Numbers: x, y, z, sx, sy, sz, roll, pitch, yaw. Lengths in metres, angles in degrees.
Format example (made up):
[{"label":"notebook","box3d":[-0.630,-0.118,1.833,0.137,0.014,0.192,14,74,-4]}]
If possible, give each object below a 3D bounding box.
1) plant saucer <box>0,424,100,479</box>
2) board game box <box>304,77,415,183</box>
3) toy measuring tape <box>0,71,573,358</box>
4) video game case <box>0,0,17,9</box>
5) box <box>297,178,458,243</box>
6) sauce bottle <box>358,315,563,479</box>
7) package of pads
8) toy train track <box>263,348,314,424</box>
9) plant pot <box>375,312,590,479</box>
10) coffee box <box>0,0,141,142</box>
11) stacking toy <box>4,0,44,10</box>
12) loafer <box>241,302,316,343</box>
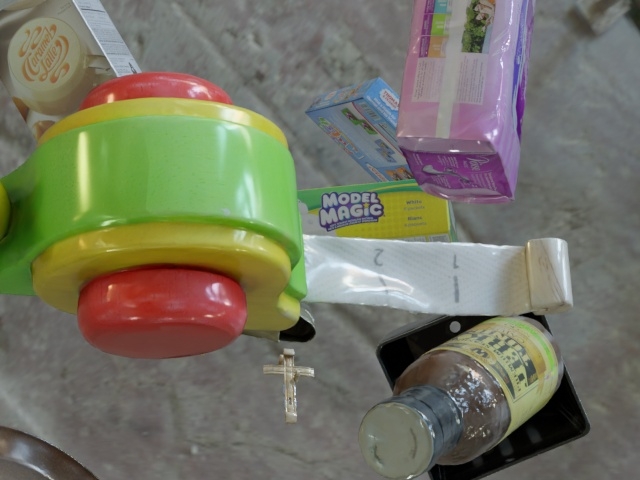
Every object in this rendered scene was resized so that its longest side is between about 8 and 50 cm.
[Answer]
[{"label":"plant saucer","box3d":[-0.309,0.276,1.560,0.198,0.198,0.036,34,99,-8]},{"label":"board game box","box3d":[0.080,-0.130,1.795,0.160,0.211,0.039,43,76,-15]},{"label":"toy measuring tape","box3d":[-0.008,-0.006,0.612,0.330,0.121,0.121,5,80,-24]},{"label":"video game case","box3d":[-0.234,-0.229,1.075,0.122,0.011,0.087,-23,120,15]},{"label":"box","box3d":[0.000,0.000,0.942,0.179,0.105,0.043,-7,72,7]},{"label":"sauce bottle","box3d":[0.136,0.149,1.333,0.111,0.344,0.111,4,99,23]},{"label":"package of pads","box3d":[0.043,-0.056,0.403,0.032,0.050,0.083,3,72,16]},{"label":"toy train track","box3d":[-0.028,0.131,1.301,0.048,0.014,0.083,4,48,-8]},{"label":"plant pot","box3d":[0.180,0.153,1.634,0.187,0.167,0.188,-23,97,3]},{"label":"coffee box","box3d":[-0.323,-0.228,1.757,0.141,0.098,0.246,-32,88,15]},{"label":"stacking toy","box3d":[-0.378,-0.327,1.341,0.141,0.330,0.141,-4,81,26]},{"label":"loafer","box3d":[-0.063,0.087,1.640,0.148,0.050,0.056,8,106,-34]}]
